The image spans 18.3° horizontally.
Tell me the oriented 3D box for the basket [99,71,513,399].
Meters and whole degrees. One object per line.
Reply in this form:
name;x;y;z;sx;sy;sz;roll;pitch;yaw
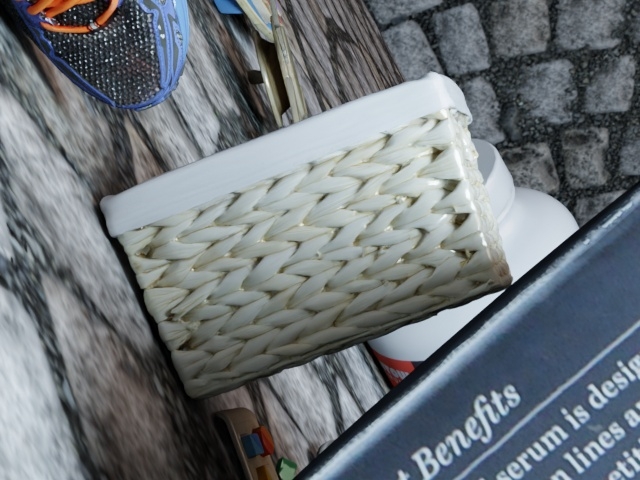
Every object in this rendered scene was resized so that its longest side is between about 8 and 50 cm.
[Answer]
basket;0.000;0.000;0.923;0.113;0.167;0.103;-5;76;-81

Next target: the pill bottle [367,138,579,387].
pill bottle;0.145;0.088;1.517;0.323;0.181;0.181;60;9;-25

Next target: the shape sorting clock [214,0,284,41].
shape sorting clock;-0.084;-0.252;1.616;0.206;0.040;0.206;62;8;-15

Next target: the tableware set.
tableware set;-0.030;-0.082;1.449;0.128;0.039;0.194;73;4;-49

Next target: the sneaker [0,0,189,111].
sneaker;-0.133;-0.136;0.849;0.221;0.083;0.087;53;25;-29

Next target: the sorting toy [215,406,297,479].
sorting toy;-0.025;0.107;0.955;0.062;0.012;0.083;65;8;7

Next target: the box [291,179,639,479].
box;0.172;0.192;0.757;0.395;0.212;0.293;50;-4;5

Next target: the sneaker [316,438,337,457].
sneaker;0.065;0.174;1.036;0.081;0.094;0.208;57;12;-52
